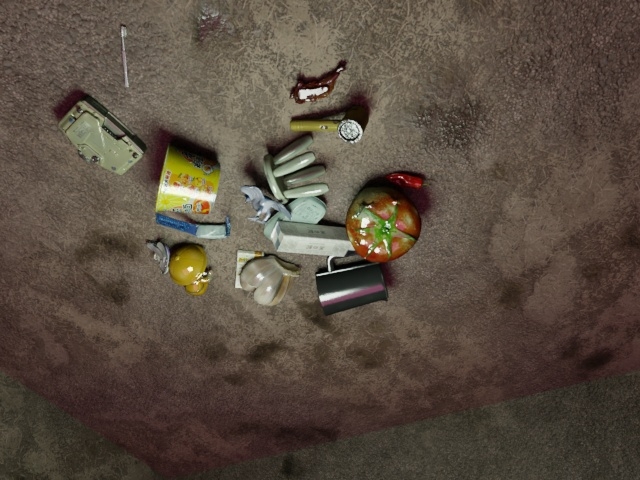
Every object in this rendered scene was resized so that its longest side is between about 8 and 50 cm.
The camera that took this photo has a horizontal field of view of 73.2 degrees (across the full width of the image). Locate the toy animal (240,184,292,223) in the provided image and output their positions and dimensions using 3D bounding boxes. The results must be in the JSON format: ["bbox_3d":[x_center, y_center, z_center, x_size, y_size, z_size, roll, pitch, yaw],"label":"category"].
[{"bbox_3d":[-0.225,-0.153,1.655,0.255,0.177,0.239,-7,155,39],"label":"toy animal"}]

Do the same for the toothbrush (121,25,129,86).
[{"bbox_3d":[-0.648,-0.608,1.431,0.017,0.014,0.194,10,128,-10],"label":"toothbrush"}]

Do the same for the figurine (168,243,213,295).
[{"bbox_3d":[-0.581,0.142,1.933,0.192,0.167,0.257,2,130,13],"label":"figurine"}]

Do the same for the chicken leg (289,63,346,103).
[{"bbox_3d":[-0.008,-0.530,1.486,0.219,0.048,0.090,-16,130,11],"label":"chicken leg"}]

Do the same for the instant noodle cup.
[{"bbox_3d":[-0.493,-0.212,1.611,0.200,0.264,0.264,12,128,-20],"label":"instant noodle cup"}]

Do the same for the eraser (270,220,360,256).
[{"bbox_3d":[0.000,0.000,1.809,0.403,0.096,0.098,5,132,-28],"label":"eraser"}]

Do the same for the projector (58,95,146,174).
[{"bbox_3d":[-0.803,-0.366,1.575,0.193,0.088,0.269,-33,122,19],"label":"projector"}]

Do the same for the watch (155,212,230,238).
[{"bbox_3d":[-0.498,-0.053,1.739,0.276,0.068,0.274,3,173,-10],"label":"watch"}]

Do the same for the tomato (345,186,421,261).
[{"bbox_3d":[0.241,-0.067,1.731,0.303,0.239,0.304,0,104,-1],"label":"tomato"}]

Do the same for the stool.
[{"bbox_3d":[-0.089,-0.256,1.612,0.198,0.195,0.195,-17,127,10],"label":"stool"}]

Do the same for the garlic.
[{"bbox_3d":[-0.244,0.188,1.993,0.292,0.237,0.210,-44,74,14],"label":"garlic"}]

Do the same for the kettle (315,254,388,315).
[{"bbox_3d":[0.141,0.186,2.006,0.307,0.262,0.203,-15,163,7],"label":"kettle"}]

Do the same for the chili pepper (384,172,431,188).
[{"bbox_3d":[0.351,-0.238,1.727,0.191,0.050,0.059,9,145,1],"label":"chili pepper"}]

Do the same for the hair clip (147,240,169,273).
[{"bbox_3d":[-0.699,0.060,1.873,0.049,0.172,0.116,-12,130,-43],"label":"hair clip"}]

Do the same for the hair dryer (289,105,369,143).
[{"bbox_3d":[0.028,-0.420,1.547,0.278,0.135,0.090,5,131,17],"label":"hair dryer"}]

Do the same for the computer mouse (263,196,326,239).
[{"bbox_3d":[-0.113,-0.093,1.803,0.288,0.097,0.159,-41,134,20],"label":"computer mouse"}]

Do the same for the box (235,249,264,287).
[{"bbox_3d":[-0.334,0.140,2.025,0.122,0.032,0.221,6,128,-9],"label":"box"}]
